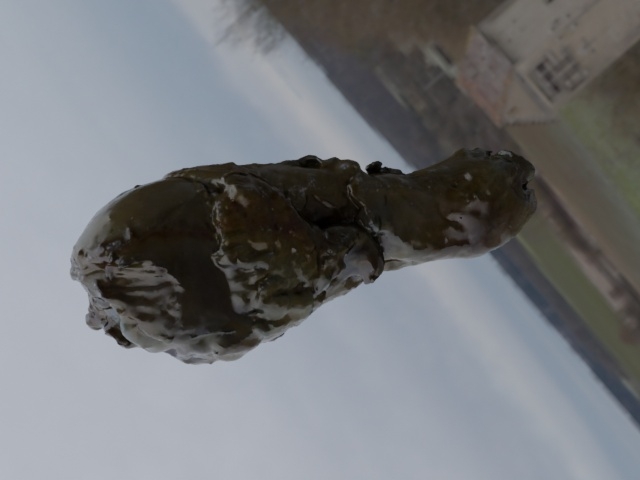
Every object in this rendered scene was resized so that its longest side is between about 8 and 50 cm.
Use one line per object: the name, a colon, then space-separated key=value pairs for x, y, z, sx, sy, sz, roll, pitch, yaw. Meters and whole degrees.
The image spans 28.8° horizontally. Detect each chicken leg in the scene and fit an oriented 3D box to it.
chicken leg: x=-0.001 y=-0.001 z=0.496 sx=0.069 sy=0.198 sz=0.085 roll=-136 pitch=37 yaw=-56
